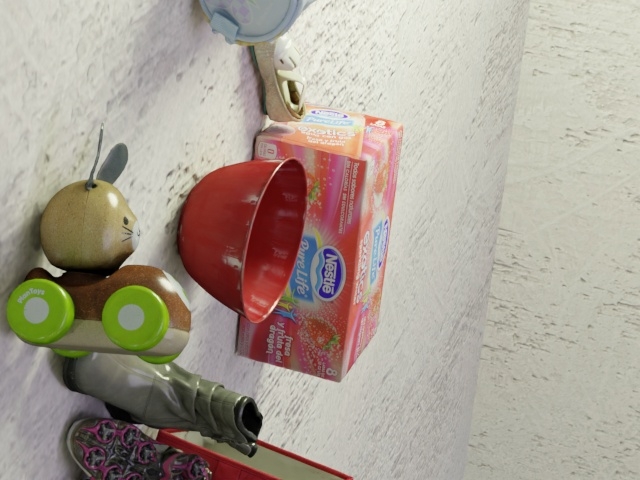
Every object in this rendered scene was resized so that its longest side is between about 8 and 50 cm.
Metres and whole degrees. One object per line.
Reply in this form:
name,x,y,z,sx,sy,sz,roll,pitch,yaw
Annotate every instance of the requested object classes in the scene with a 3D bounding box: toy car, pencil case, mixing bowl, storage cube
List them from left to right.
toy car,-0.177,0.002,1.220,0.155,0.149,0.188,80,14,-80
storage cube,-0.097,0.327,1.614,0.183,0.215,0.193,15,95,-74
mixing bowl,-0.090,-0.011,1.544,0.181,0.098,0.181,15,90,-73
pencil case,-0.028,-0.294,1.493,0.273,0.113,0.124,-52,160,-54

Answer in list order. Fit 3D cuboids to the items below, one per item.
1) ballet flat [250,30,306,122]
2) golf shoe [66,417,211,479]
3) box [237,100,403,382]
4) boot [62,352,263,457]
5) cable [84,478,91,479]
ballet flat,-0.042,-0.196,1.634,0.168,0.052,0.057,80,29,-54
golf shoe,-0.195,0.219,1.443,0.186,0.086,0.067,37,71,-48
box,0.000,0.000,1.777,0.154,0.142,0.300,-47,147,-61
boot,-0.139,0.139,1.392,0.246,0.161,0.083,63,43,-66
cable,-0.231,0.326,1.447,0.184,0.047,0.151,74,34,-61
